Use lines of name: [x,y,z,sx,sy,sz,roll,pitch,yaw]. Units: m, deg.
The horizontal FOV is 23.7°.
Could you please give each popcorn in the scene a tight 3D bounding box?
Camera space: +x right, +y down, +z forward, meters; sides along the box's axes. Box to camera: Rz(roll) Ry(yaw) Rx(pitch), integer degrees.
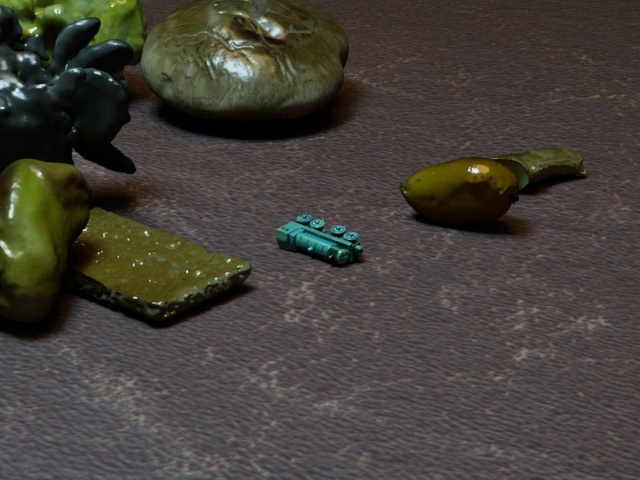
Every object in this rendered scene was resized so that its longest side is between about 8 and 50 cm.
popcorn: [-0.356,-0.269,1.909,0.257,0.224,0.270,26,20,22]

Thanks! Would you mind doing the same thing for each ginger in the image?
ginger: [0.235,-0.081,1.693,0.137,0.044,0.057,-11,-5,-40]

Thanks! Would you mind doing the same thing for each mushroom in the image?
mushroom: [-0.086,-0.231,1.914,0.278,0.146,0.278,3,30,-1]

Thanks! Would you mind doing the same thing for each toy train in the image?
toy train: [0.000,0.000,1.512,0.092,0.029,0.045,21,38,38]

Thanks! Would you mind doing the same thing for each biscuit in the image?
biscuit: [-0.187,0.021,1.459,0.231,0.025,0.131,19,30,39]

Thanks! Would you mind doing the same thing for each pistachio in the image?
pistachio: [-0.273,-0.005,1.394,0.110,0.100,0.189,-28,37,31]

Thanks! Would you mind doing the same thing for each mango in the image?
mango: [0.145,-0.053,1.578,0.127,0.077,0.063,-4,43,27]

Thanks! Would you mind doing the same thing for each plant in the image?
plant: [-0.325,-0.136,1.589,0.276,0.199,0.188,-7,50,-3]
